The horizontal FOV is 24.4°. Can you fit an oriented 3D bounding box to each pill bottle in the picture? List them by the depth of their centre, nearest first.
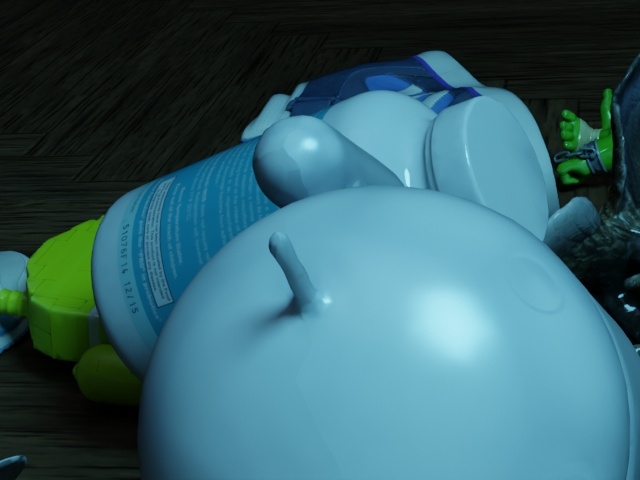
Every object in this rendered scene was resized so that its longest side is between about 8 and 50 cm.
[{"bbox_3d":[0.000,0.000,0.888,0.264,0.146,0.146,-20,11,33],"label":"pill bottle"}]

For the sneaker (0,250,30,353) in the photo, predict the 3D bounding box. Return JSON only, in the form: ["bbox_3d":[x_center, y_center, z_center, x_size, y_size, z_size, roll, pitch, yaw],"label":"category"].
[{"bbox_3d":[-0.293,0.048,1.104,0.087,0.092,0.229,6,23,29],"label":"sneaker"}]

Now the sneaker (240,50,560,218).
[{"bbox_3d":[0.047,-0.059,1.287,0.236,0.130,0.323,-19,28,-8],"label":"sneaker"}]

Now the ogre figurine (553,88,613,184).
[{"bbox_3d":[0.306,-0.110,1.387,0.118,0.097,0.197,-11,-2,37],"label":"ogre figurine"}]

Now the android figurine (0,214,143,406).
[{"bbox_3d":[-0.104,0.044,1.100,0.273,0.056,0.248,5,27,11],"label":"android figurine"}]

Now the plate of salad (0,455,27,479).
[{"bbox_3d":[-0.223,0.174,0.728,0.200,0.048,0.200,-36,-7,-5],"label":"plate of salad"}]

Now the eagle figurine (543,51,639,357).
[{"bbox_3d":[0.222,-0.003,1.007,0.226,0.225,0.298,-21,32,7],"label":"eagle figurine"}]

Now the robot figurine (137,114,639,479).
[{"bbox_3d":[0.046,0.090,0.662,0.200,0.300,0.353,-25,-17,11],"label":"robot figurine"}]
